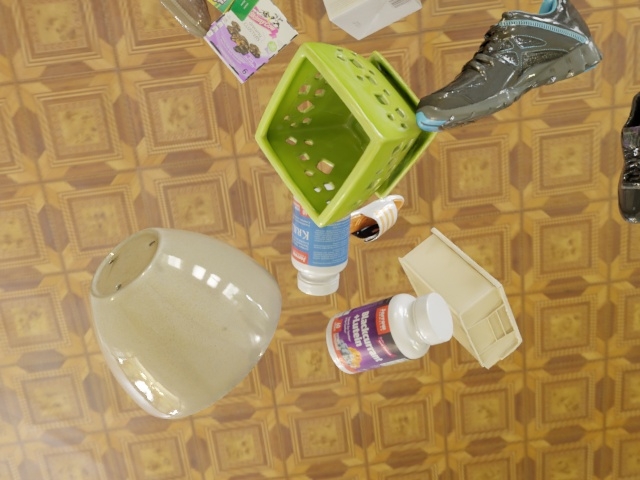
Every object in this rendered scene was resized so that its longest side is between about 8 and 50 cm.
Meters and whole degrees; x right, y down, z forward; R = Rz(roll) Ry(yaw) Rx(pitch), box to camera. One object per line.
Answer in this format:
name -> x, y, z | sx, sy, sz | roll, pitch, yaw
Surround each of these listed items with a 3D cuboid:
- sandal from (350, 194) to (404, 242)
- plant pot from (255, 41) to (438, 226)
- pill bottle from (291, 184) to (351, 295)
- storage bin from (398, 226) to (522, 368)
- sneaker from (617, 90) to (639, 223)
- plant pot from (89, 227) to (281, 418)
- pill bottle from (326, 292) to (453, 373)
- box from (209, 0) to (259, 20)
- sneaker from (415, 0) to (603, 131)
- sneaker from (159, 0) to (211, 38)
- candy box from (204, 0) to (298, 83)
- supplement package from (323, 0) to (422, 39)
sandal -> 0.108, -0.031, 1.604 | 0.265, 0.076, 0.102 | -22, 154, -28
plant pot -> 0.056, -0.189, 1.129 | 0.228, 0.207, 0.227 | 56, 136, 19
pill bottle -> 0.000, 0.000, 1.386 | 0.124, 0.124, 0.221 | 1, 113, -5
storage bin -> 0.346, 0.149, 1.609 | 0.123, 0.262, 0.260 | -37, 132, -5
sneaker -> 0.664, -0.180, 1.370 | 0.124, 0.107, 0.283 | 23, 78, -33
plant pot -> -0.228, 0.092, 0.972 | 0.284, 0.284, 0.191 | -34, 125, 7
pill bottle -> 0.115, 0.150, 1.075 | 0.193, 0.108, 0.108 | -22, 111, 33
box -> -0.144, -0.383, 0.856 | 0.179, 0.043, 0.105 | 38, 115, -14
sneaker -> 0.284, -0.281, 1.047 | 0.341, 0.125, 0.139 | -27, 97, -16
sneaker -> -0.148, -0.285, 0.613 | 0.071, 0.066, 0.188 | -34, 93, 7
candy box -> -0.185, -0.541, 1.713 | 0.196, 0.070, 0.165 | -42, 104, -1
supplement package -> 0.085, -0.643, 1.471 | 0.175, 0.177, 0.293 | -21, 83, 24
